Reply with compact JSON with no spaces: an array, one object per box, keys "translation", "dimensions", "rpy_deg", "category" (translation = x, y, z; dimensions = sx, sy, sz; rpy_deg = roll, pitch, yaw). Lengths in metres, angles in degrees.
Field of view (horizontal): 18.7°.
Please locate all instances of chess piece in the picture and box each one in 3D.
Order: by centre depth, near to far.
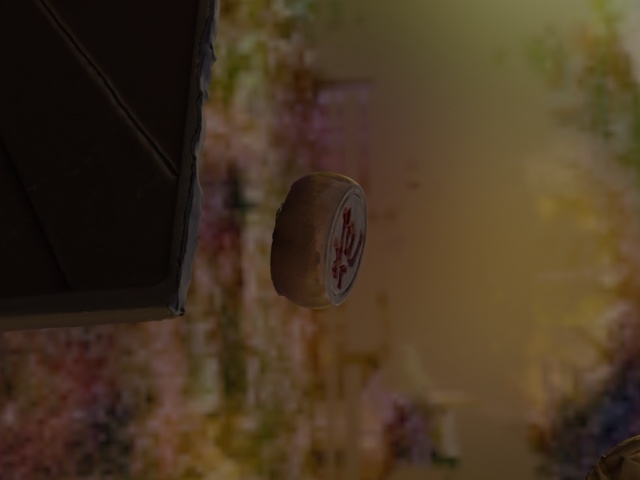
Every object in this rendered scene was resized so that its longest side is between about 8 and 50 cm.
[{"translation":[0.000,0.000,1.173],"dimensions":[0.084,0.038,0.083],"rpy_deg":[11,90,-69],"category":"chess piece"}]

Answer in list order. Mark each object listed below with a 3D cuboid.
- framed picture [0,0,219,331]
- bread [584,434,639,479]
[{"translation":[-0.132,-0.080,0.764],"dimensions":[0.018,0.192,0.265],"rpy_deg":[66,25,-56],"category":"framed picture"},{"translation":[0.247,0.127,0.964],"dimensions":[0.140,0.236,0.106],"rpy_deg":[92,-25,-60],"category":"bread"}]
